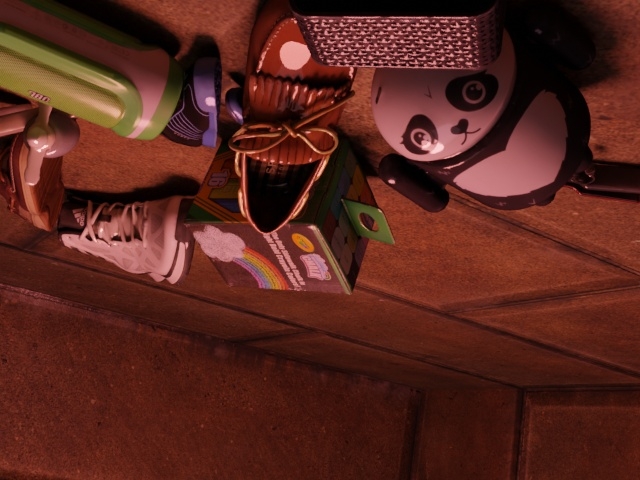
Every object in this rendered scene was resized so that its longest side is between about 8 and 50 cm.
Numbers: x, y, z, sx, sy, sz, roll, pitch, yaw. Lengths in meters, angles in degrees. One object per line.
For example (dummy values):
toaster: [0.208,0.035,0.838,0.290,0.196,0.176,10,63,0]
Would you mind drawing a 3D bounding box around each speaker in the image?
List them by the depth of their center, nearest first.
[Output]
speaker: [-0.319,-0.222,0.926,0.296,0.131,0.131,20,160,-31]

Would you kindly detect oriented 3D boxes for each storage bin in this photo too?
storage bin: [0.073,-0.227,0.695,0.180,0.122,0.084,5,162,15]

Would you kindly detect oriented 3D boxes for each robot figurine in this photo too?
robot figurine: [0.182,-0.133,0.847,0.278,0.209,0.173,24,171,-40]

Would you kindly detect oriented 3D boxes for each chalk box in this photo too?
chalk box: [-0.025,-0.039,1.203,0.289,0.179,0.180,2,143,24]

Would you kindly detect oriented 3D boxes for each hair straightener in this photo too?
hair straightener: [0.357,-0.103,1.095,0.230,0.047,0.089,13,163,3]

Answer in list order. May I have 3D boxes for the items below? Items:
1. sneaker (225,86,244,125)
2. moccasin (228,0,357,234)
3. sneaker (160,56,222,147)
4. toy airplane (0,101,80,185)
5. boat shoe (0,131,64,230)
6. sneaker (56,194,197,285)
sneaker: [-0.064,-0.176,1.063,0.144,0.053,0.059,17,156,-38]
moccasin: [-0.042,-0.138,0.933,0.139,0.147,0.380,9,147,-15]
sneaker: [-0.181,-0.181,1.054,0.090,0.081,0.232,5,165,-8]
toy airplane: [-0.527,-0.130,1.068,0.386,0.272,0.384,-25,165,40]
boat shoe: [-0.544,-0.114,1.415,0.123,0.123,0.342,19,162,-8]
sneaker: [-0.400,-0.011,1.571,0.257,0.169,0.447,14,165,-20]
